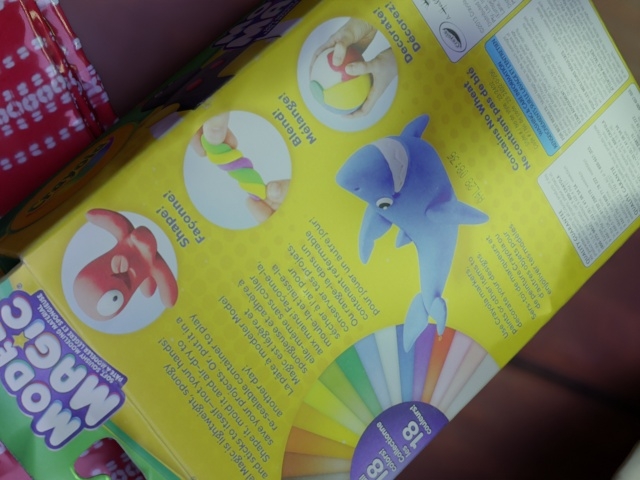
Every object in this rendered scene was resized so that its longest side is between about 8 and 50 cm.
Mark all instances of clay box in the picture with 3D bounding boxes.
[{"bbox_3d":[0.000,0.000,0.447,0.222,0.053,0.127,-42,113,-19],"label":"clay box"}]

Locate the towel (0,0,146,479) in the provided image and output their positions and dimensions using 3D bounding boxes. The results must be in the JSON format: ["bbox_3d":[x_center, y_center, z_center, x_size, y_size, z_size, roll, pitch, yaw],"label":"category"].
[{"bbox_3d":[-0.146,0.007,0.433,0.198,0.031,0.275,-29,110,-10],"label":"towel"}]

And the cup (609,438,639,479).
[{"bbox_3d":[0.232,0.222,0.489,0.331,0.331,0.237,-11,129,-17],"label":"cup"}]
